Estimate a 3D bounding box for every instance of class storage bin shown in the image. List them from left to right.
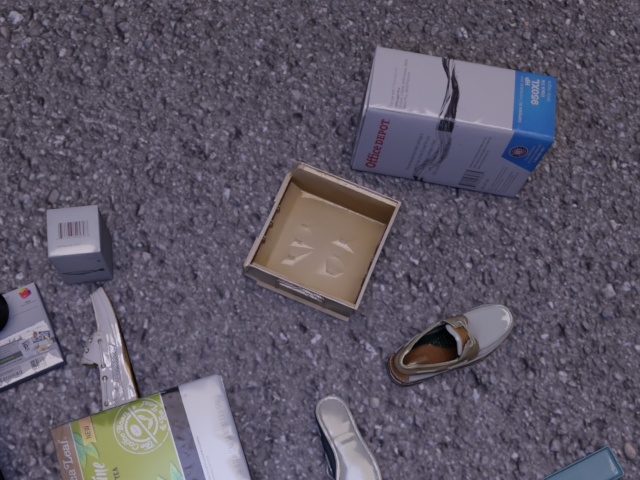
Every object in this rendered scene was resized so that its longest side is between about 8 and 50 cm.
[{"bbox_3d":[0.000,0.000,1.791,0.260,0.123,0.262,23,70,4],"label":"storage bin"}]

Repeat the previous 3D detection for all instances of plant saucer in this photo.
[{"bbox_3d":[0.529,0.493,1.706,0.192,0.018,0.067,-22,73,-13],"label":"plant saucer"}]

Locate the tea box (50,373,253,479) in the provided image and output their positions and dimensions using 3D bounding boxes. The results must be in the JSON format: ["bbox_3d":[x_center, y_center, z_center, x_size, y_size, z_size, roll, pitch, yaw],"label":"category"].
[{"bbox_3d":[-0.288,0.467,1.541,0.323,0.220,0.329,-18,72,-10],"label":"tea box"}]

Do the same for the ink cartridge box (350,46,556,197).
[{"bbox_3d":[0.280,-0.253,1.820,0.394,0.285,0.166,10,68,-2],"label":"ink cartridge box"}]

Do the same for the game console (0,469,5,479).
[{"bbox_3d":[-0.751,0.489,1.515,0.342,0.060,0.387,-20,95,-12],"label":"game console"}]

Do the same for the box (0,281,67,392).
[{"bbox_3d":[-0.627,0.199,1.711,0.145,0.038,0.186,-23,74,-12],"label":"box"}]

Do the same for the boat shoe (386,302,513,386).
[{"bbox_3d":[0.284,0.216,1.743,0.302,0.103,0.113,-28,74,-14],"label":"boat shoe"}]

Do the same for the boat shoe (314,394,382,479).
[{"bbox_3d":[0.053,0.436,1.656,0.095,0.079,0.254,-24,71,-10],"label":"boat shoe"}]

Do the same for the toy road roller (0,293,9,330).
[{"bbox_3d":[-0.802,0.188,1.613,0.329,0.202,0.241,18,94,14],"label":"toy road roller"}]

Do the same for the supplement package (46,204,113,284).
[{"bbox_3d":[-0.495,0.012,1.715,0.105,0.179,0.105,-7,70,-7],"label":"supplement package"}]

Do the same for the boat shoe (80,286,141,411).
[{"bbox_3d":[-0.441,0.230,1.682,0.096,0.098,0.277,-16,73,-11],"label":"boat shoe"}]
